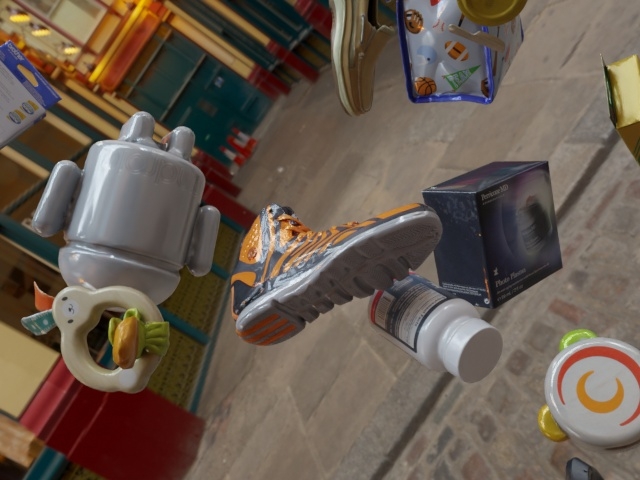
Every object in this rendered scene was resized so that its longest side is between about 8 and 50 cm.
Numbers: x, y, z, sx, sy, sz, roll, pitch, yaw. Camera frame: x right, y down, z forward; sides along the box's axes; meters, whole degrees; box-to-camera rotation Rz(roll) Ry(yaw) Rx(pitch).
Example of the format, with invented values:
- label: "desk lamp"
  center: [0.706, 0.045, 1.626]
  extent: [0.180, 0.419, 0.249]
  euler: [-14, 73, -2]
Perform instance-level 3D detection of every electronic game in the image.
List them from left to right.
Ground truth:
- label: "electronic game"
  center: [0.457, 0.466, 1.030]
  extent: [0.048, 0.229, 0.229]
  euler: [-30, 24, 24]

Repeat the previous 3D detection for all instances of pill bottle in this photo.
- label: "pill bottle"
  center: [0.158, 0.120, 0.887]
  extent: [0.108, 0.108, 0.180]
  euler: [-56, 38, -2]

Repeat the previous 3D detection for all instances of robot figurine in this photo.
- label: "robot figurine"
  center: [-0.317, -0.032, 1.078]
  extent: [0.200, 0.300, 0.353]
  euler: [-7, 69, 65]

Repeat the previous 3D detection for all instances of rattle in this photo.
- label: "rattle"
  center: [-0.284, 0.099, 0.726]
  extent: [0.130, 0.200, 0.143]
  euler: [-63, -9, 11]

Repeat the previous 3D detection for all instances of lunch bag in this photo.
- label: "lunch bag"
  center: [0.291, -0.536, 1.370]
  extent: [0.239, 0.385, 0.327]
  euler: [5, 42, 25]

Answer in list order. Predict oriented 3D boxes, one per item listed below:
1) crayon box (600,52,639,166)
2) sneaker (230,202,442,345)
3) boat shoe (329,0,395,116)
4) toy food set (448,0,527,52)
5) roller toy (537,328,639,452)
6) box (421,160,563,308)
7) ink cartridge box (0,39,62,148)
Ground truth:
- label: "crayon box"
  center: [0.796, -0.314, 1.592]
  extent: [0.081, 0.319, 0.202]
  euler: [-17, 57, 37]
- label: "sneaker"
  center: [0.000, 0.000, 0.892]
  extent: [0.321, 0.124, 0.180]
  euler: [-28, 49, 12]
- label: "boat shoe"
  center: [0.053, -0.245, 0.767]
  extent: [0.072, 0.189, 0.068]
  euler: [1, 22, 21]
- label: "toy food set"
  center: [0.313, -0.466, 1.151]
  extent: [0.217, 0.128, 0.071]
  euler: [103, -175, -46]
- label: "roller toy"
  center: [0.509, 0.284, 1.151]
  extent: [0.191, 0.146, 0.209]
  euler: [18, 75, 31]
- label: "box"
  center: [0.435, -0.025, 1.595]
  extent: [0.296, 0.293, 0.183]
  euler: [-23, 17, -34]
- label: "ink cartridge box"
  center: [-0.797, -0.309, 1.509]
  extent: [0.311, 0.185, 0.065]
  euler: [-44, 12, -16]
